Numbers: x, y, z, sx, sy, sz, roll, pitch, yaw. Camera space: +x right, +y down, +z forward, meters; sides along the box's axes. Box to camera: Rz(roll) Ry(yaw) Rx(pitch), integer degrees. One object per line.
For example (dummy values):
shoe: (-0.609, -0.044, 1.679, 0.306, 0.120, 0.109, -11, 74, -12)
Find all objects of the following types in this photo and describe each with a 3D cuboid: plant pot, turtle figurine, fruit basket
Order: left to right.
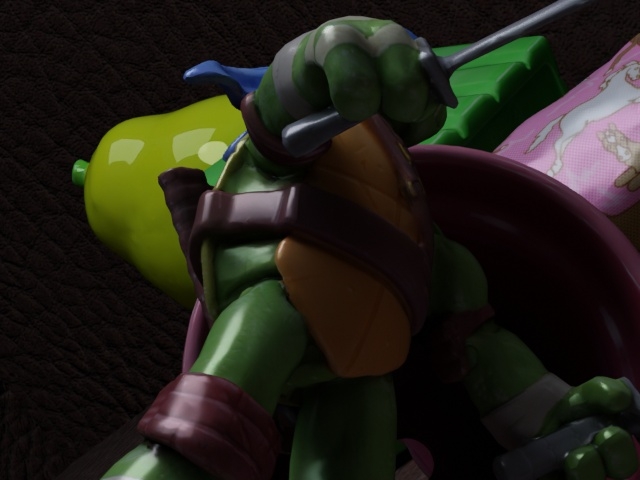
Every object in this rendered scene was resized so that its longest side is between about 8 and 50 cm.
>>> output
fruit basket: (0.000, 0.000, 1.321, 0.392, 0.283, 0.392, -25, 11, 5)
plant pot: (0.041, 0.081, 0.771, 0.201, 0.201, 0.180, -40, -12, -15)
turtle figurine: (0.041, 0.031, 0.571, 0.198, 0.274, 0.266, 81, -152, -60)

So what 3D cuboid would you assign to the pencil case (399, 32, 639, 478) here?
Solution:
pencil case: (0.173, -0.029, 0.996, 0.386, 0.160, 0.167, -38, 45, 7)
